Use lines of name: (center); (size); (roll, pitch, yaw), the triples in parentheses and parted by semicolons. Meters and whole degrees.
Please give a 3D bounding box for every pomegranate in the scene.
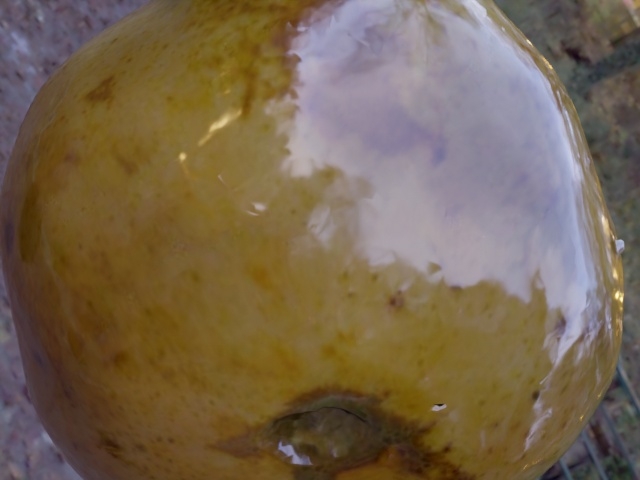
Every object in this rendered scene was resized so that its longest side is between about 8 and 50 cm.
pomegranate: (0.000, 0.000, 0.702); (0.416, 0.417, 0.416); (48, 24, -30)
